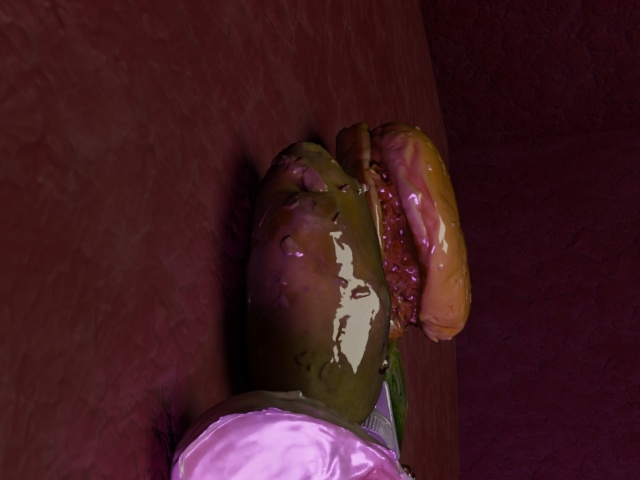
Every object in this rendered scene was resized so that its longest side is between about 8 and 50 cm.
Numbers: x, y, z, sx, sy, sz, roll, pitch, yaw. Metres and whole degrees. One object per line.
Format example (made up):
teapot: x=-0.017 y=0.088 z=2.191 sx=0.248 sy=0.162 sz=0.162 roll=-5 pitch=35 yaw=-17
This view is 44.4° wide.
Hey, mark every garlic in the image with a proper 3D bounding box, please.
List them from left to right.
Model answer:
garlic: x=-0.015 y=0.217 z=0.599 sx=0.143 sy=0.177 sz=0.230 roll=-112 pitch=-179 yaw=-89

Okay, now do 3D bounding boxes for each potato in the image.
potato: x=-0.001 y=0.049 z=0.763 sx=0.191 sy=0.141 sz=0.296 roll=26 pitch=58 yaw=-77

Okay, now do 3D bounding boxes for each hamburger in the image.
hamburger: x=0.105 y=-0.019 z=1.064 sx=0.318 sy=0.158 sz=0.319 roll=-13 pitch=90 yaw=-88

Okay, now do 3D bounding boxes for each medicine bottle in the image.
medicine bottle: x=0.062 y=0.228 z=1.052 sx=0.188 sy=0.088 sz=0.132 roll=-65 pitch=147 yaw=-64

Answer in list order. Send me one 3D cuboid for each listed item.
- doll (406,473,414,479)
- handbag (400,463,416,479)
doll: x=0.081 y=0.458 z=0.998 sx=0.252 sy=0.111 sz=0.237 roll=-65 pitch=152 yaw=-42
handbag: x=0.120 y=0.460 z=1.271 sx=0.127 sy=0.062 sz=0.190 roll=45 pitch=46 yaw=-68
